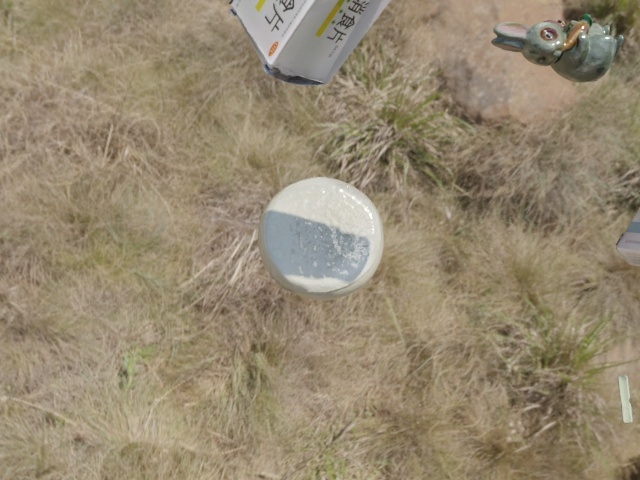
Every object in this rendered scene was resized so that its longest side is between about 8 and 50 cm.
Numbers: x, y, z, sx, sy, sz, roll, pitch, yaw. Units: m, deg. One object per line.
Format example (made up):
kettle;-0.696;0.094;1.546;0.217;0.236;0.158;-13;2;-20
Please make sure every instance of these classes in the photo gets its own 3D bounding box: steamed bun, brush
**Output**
steamed bun;0.000;0.000;1.379;0.283;0.177;0.282;0;78;-2
brush;0.551;0.287;1.098;0.016;0.013;0.083;-7;70;25

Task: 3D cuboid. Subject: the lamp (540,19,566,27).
lamp;0.677;-0.598;1.774;0.101;0.090;0.101;33;19;-13

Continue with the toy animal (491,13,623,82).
toy animal;0.464;-0.374;1.194;0.237;0.138;0.108;-5;35;-7

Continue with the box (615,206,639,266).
box;0.753;-0.029;1.131;0.065;0.343;0.200;38;80;-23

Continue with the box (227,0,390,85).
box;0.012;-0.427;0.960;0.145;0.333;0.173;4;47;-46
